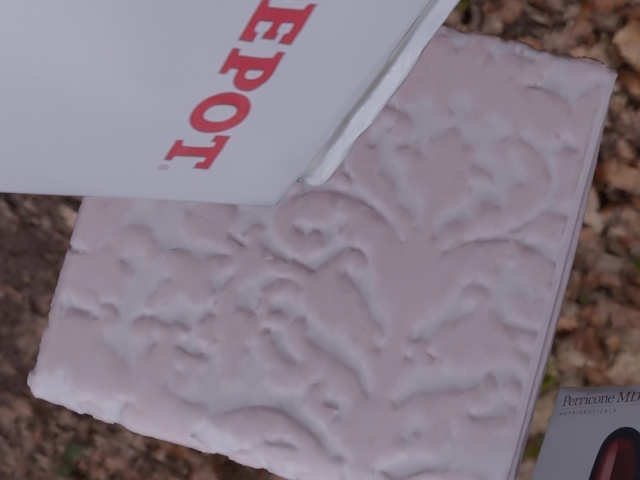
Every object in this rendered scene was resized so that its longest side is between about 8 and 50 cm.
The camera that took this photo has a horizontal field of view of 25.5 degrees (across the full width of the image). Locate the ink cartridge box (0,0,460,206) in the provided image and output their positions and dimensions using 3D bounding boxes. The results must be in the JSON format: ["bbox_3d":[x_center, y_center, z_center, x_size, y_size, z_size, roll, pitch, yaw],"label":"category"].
[{"bbox_3d":[-0.142,-0.151,0.317,0.395,0.166,0.285,3,149,-27],"label":"ink cartridge box"}]

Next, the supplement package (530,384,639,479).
[{"bbox_3d":[0.225,0.203,0.815,0.194,0.203,0.149,-10,138,46],"label":"supplement package"}]

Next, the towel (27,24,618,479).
[{"bbox_3d":[0.000,0.000,0.940,0.331,0.317,0.053,15,178,12],"label":"towel"}]
